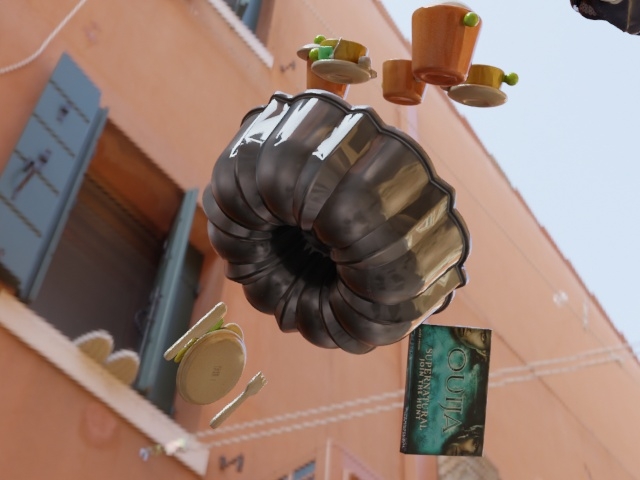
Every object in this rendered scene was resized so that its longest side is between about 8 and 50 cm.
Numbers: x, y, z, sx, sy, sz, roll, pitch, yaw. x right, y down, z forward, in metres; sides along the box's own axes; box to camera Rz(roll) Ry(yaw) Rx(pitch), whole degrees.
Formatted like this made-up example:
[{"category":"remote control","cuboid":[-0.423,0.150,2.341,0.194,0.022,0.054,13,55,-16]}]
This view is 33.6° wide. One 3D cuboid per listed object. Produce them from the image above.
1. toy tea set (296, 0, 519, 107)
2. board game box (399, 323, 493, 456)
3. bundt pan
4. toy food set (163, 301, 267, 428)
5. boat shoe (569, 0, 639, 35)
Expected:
[{"category":"toy tea set","cuboid":[0.105,-0.272,1.498,0.336,0.124,0.200,5,-8,26]},{"category":"board game box","cuboid":[0.181,0.214,1.519,0.126,0.026,0.186,6,-93,-20]},{"category":"bundt pan","cuboid":[0.000,0.000,1.210,0.331,0.124,0.331,23,-41,22]},{"category":"toy food set","cuboid":[-0.161,0.182,1.561,0.132,0.038,0.192,-41,-46,-20]},{"category":"boat shoe","cuboid":[0.248,-0.276,0.916,0.340,0.127,0.158,15,-71,-36]}]
